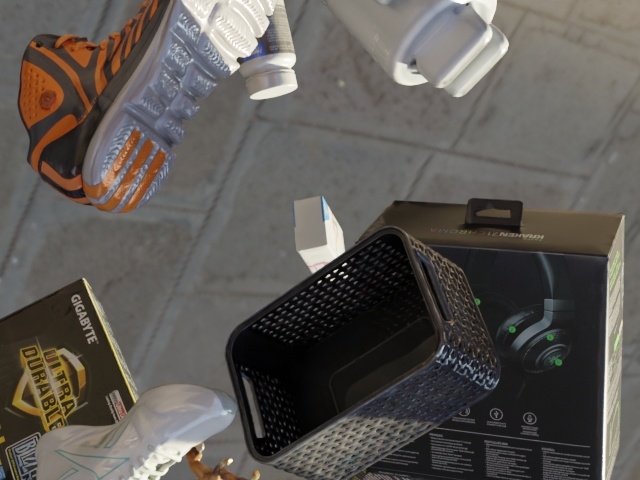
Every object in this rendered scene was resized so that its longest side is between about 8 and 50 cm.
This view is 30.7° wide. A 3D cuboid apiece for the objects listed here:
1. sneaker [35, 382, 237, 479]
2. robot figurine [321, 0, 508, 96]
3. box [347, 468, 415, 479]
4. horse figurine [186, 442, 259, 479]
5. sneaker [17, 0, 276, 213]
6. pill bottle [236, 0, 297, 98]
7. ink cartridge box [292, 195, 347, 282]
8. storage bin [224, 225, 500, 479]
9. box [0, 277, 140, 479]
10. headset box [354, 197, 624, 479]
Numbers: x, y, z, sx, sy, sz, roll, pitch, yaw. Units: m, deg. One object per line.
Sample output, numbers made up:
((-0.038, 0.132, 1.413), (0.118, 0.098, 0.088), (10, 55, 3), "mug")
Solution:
((-0.113, 0.135, 0.718), (0.152, 0.061, 0.054), (-26, 137, 24), "sneaker")
((0.120, -0.374, 1.739), (0.200, 0.353, 0.300), (-44, 157, 14), "robot figurine")
((0.163, 0.325, 1.375), (0.216, 0.270, 0.060), (-56, 165, 6), "box")
((-0.137, 0.459, 2.033), (0.066, 0.174, 0.263), (-42, 100, -37), "horse figurine")
((-0.179, -0.190, 1.106), (0.321, 0.180, 0.124), (-57, 144, -13), "sneaker")
((-0.076, -0.260, 1.534), (0.078, 0.078, 0.137), (-10, 85, -35), "pill bottle")
((0.000, 0.000, 1.798), (0.052, 0.088, 0.122), (-11, 151, 10), "ink cartridge box")
((0.028, 0.089, 0.874), (0.180, 0.122, 0.084), (-35, 141, 23), "storage bin")
((-0.402, 0.239, 1.705), (0.257, 0.322, 0.079), (-28, 142, -4), "box")
((0.173, 0.098, 1.174), (0.131, 0.246, 0.283), (-44, 133, -61), "headset box")
